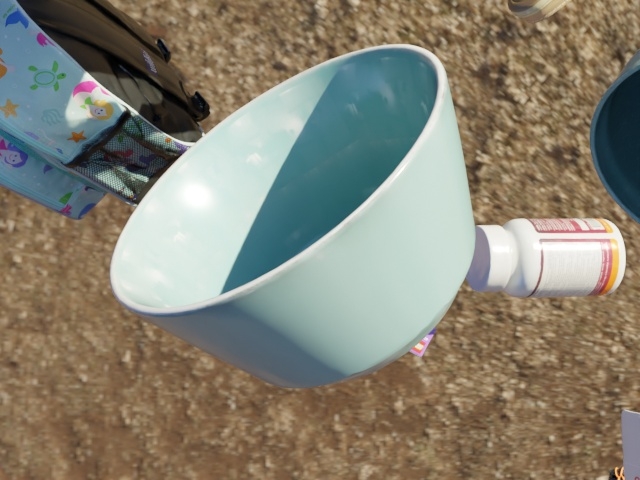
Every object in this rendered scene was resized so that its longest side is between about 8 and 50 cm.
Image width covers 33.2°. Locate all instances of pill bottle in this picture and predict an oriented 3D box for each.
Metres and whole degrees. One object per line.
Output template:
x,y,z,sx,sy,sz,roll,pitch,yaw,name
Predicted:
0.338,0.027,1.630,0.221,0.121,0.121,0,79,-16,pill bottle

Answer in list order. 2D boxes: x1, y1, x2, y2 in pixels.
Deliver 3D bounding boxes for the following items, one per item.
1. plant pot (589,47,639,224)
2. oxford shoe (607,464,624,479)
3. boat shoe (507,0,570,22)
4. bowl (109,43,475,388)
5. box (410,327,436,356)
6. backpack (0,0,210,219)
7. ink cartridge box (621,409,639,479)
0.462,-0.144,1.150,0.293,0.293,0.196,10,50,30,plant pot
0.515,0.389,1.699,0.097,0.098,0.271,-79,14,-48,oxford shoe
0.441,-0.444,1.689,0.341,0.110,0.122,-42,31,-8,boat shoe
0.000,0.000,0.873,0.312,0.163,0.311,-27,29,16,bowl
0.073,0.118,1.814,0.201,0.293,0.057,29,86,-2,box
-0.257,-0.155,1.008,0.191,0.253,0.225,-38,59,7,backpack
0.519,0.408,1.455,0.119,0.207,0.353,-4,89,-15,ink cartridge box
